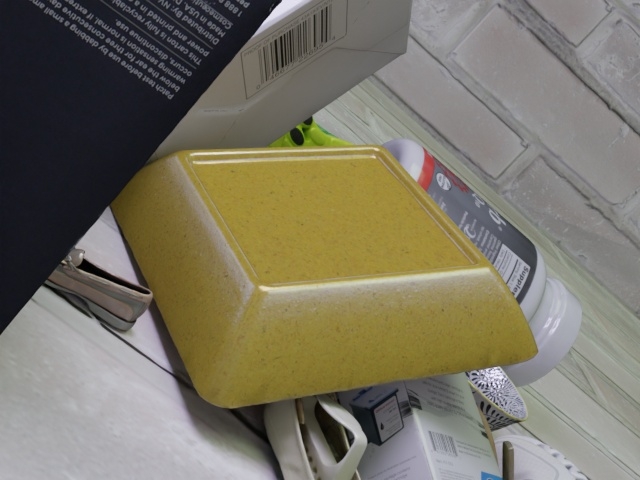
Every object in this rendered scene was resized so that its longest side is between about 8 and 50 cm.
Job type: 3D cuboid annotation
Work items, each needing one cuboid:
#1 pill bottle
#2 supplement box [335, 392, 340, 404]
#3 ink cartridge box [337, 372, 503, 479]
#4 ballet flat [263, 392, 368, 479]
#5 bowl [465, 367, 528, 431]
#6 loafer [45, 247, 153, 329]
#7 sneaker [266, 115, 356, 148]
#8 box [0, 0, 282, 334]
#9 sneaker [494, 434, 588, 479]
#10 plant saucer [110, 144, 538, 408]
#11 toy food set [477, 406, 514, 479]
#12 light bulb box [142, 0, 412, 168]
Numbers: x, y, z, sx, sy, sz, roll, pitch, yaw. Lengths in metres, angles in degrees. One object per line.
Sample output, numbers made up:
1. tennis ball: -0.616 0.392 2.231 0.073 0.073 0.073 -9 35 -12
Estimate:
1. pill bottle: 0.184 0.041 1.399 0.363 0.210 0.210 38 16 -19
2. supplement box: 0.018 0.140 1.026 0.055 0.043 0.083 29 22 -47
3. ink cartridge box: 0.095 0.184 0.943 0.139 0.082 0.191 27 38 -47
4. ballet flat: 0.014 0.198 0.787 0.086 0.086 0.248 32 19 -37
5. bowl: 0.170 0.182 1.227 0.170 0.080 0.170 40 15 -13
6. loafer: -0.194 0.024 0.804 0.125 0.039 0.045 38 17 -21
7. sneaker: -0.049 -0.164 1.576 0.123 0.109 0.295 16 -16 45
8. box: -0.222 -0.166 0.726 0.179 0.312 0.343 35 18 -31
9. sneaker: 0.239 0.313 1.027 0.118 0.110 0.292 21 25 -35
10. plant saucer: 0.000 0.000 0.941 0.332 0.081 0.333 -5 36 -26
11. toy food set: 0.156 0.228 1.059 0.192 0.038 0.132 -122 -154 -70
12. light bulb box: -0.142 -0.296 1.102 0.361 0.358 0.225 49 -16 19
